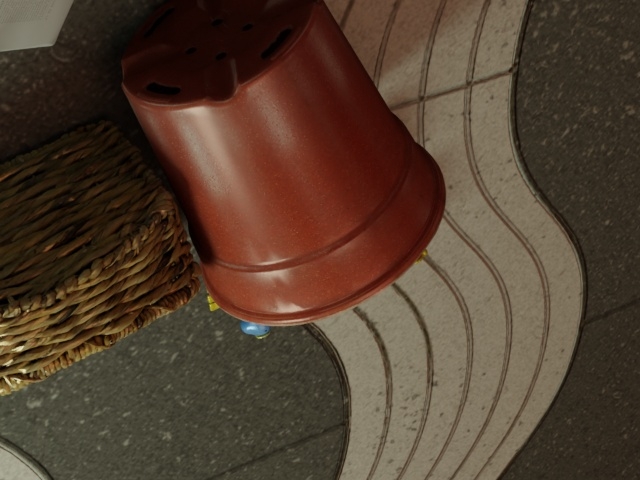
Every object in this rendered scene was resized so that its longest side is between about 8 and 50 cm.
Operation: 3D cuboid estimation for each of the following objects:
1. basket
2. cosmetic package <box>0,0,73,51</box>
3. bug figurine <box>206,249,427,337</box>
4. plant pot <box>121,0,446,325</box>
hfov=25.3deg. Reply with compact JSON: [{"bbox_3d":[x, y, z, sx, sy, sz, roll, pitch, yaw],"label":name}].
[{"bbox_3d":[-0.267,0.065,1.379,0.299,0.213,0.223,-26,136,-17],"label":"basket"},{"bbox_3d":[-0.237,-0.318,1.071,0.377,0.097,0.284,-61,169,20],"label":"cosmetic package"},{"bbox_3d":[0.000,0.000,1.633,0.279,0.072,0.216,-28,140,-15],"label":"bug figurine"},{"bbox_3d":[-0.048,-0.105,1.390,0.272,0.272,0.265,-35,130,-8],"label":"plant pot"}]
